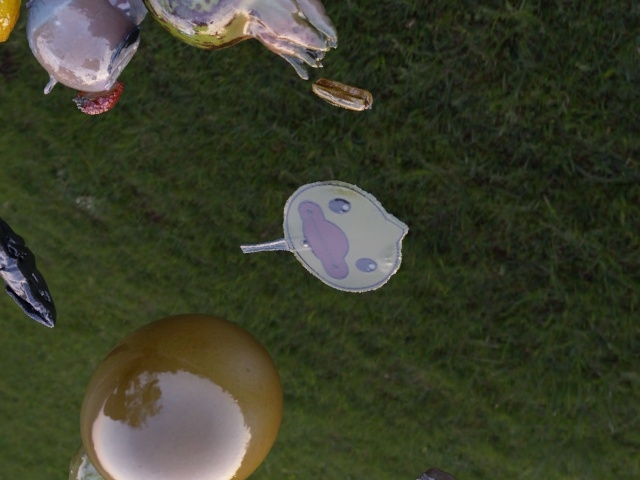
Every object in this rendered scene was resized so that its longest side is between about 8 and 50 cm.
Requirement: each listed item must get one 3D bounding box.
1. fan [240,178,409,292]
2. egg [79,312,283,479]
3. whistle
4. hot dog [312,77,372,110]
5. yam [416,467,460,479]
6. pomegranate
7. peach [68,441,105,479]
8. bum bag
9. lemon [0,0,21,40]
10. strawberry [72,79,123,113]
[{"bbox_3d":[0.000,0.001,1.366,0.335,0.011,0.229,-7,122,32],"label":"fan"},{"bbox_3d":[-0.197,0.233,1.096,0.322,0.250,0.250,-25,115,40],"label":"egg"},{"bbox_3d":[-0.342,-0.379,1.265,0.189,0.189,0.348,39,88,-13],"label":"whistle"},{"bbox_3d":[0.040,-0.266,1.472,0.133,0.056,0.041,25,139,27],"label":"hot dog"},{"bbox_3d":[0.230,0.356,0.968,0.264,0.046,0.046,28,135,33],"label":"yam"},{"bbox_3d":[-0.102,-0.333,1.003,0.222,0.204,0.276,-49,61,3],"label":"pomegranate"},{"bbox_3d":[-0.365,0.426,1.502,0.214,0.214,0.235,40,170,-14],"label":"peach"},{"bbox_3d":[-0.549,0.022,1.389,0.137,0.074,0.310,34,152,50],"label":"bum bag"},{"bbox_3d":[-0.536,-0.360,1.216,0.142,0.142,0.187,41,131,-14],"label":"lemon"},{"bbox_3d":[-0.536,-0.350,1.942,0.104,0.152,0.048,17,127,27],"label":"strawberry"}]
